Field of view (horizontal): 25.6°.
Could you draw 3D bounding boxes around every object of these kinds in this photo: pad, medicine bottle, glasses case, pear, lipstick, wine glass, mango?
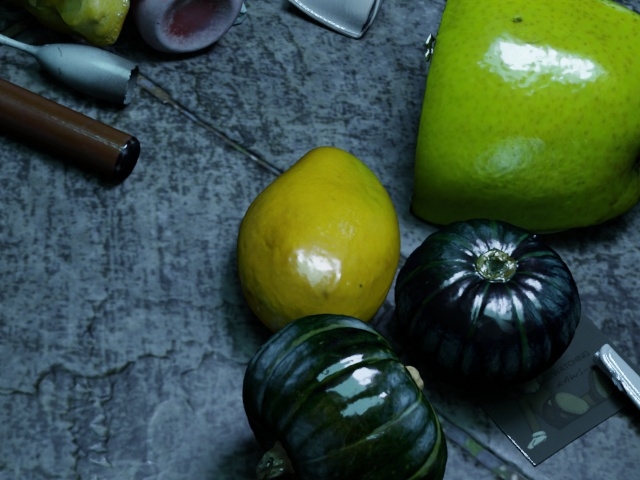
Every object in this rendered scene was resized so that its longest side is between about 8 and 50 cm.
[{"bbox_3d":[0.256,0.154,1.521,0.190,0.004,0.127,-26,60,-30],"label":"pad"},{"bbox_3d":[-0.200,-0.359,1.776,0.147,0.147,0.247,-13,54,-22],"label":"medicine bottle"},{"bbox_3d":[0.049,-0.409,1.908,0.128,0.083,0.308,16,48,1],"label":"glasses case"},{"bbox_3d":[0.286,-0.172,1.658,0.318,0.238,0.342,13,48,10],"label":"pear"},{"bbox_3d":[-0.375,-0.161,1.626,0.356,0.057,0.057,23,49,8],"label":"lipstick"},{"bbox_3d":[-0.314,-0.219,1.687,0.198,0.066,0.066,19,49,5],"label":"wine glass"},{"bbox_3d":[0.000,0.000,1.533,0.176,0.119,0.317,11,40,3],"label":"mango"}]

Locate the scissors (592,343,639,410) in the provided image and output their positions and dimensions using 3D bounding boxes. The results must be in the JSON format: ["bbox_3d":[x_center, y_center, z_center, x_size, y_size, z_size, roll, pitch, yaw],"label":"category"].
[{"bbox_3d":[0.379,0.202,1.485,0.118,0.030,0.242,-27,62,-30],"label":"scissors"}]

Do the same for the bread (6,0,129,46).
[{"bbox_3d":[-0.319,-0.338,1.701,0.233,0.161,0.088,26,20,24],"label":"bread"}]

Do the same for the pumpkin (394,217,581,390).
[{"bbox_3d":[0.176,0.064,1.489,0.202,0.140,0.202,2,49,-2],"label":"pumpkin"}]

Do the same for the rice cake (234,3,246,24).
[{"bbox_3d":[-0.146,-0.350,1.852,0.042,0.030,0.180,-10,52,-26],"label":"rice cake"}]

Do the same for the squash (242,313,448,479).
[{"bbox_3d":[0.020,0.174,1.321,0.172,0.218,0.218,-30,55,6],"label":"squash"}]
